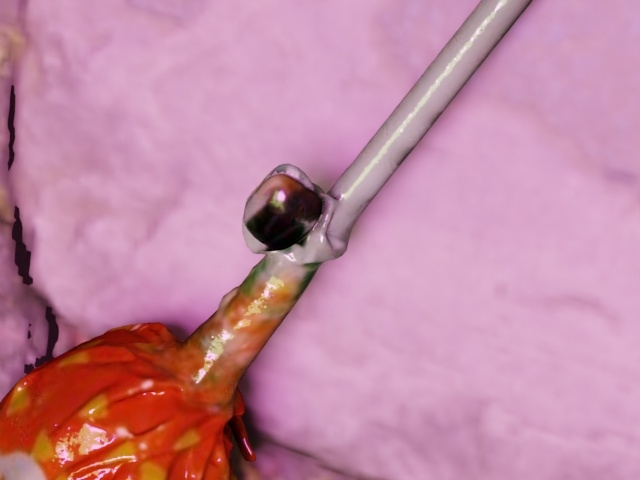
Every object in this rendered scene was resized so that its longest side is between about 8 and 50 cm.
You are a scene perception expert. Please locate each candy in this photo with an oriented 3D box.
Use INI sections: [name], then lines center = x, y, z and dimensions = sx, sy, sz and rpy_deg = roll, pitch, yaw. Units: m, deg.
[candy]
center = 0.001, 0.001, 0.556
dimensions = 0.084, 0.078, 0.287
rpy_deg = 45, 110, 12
